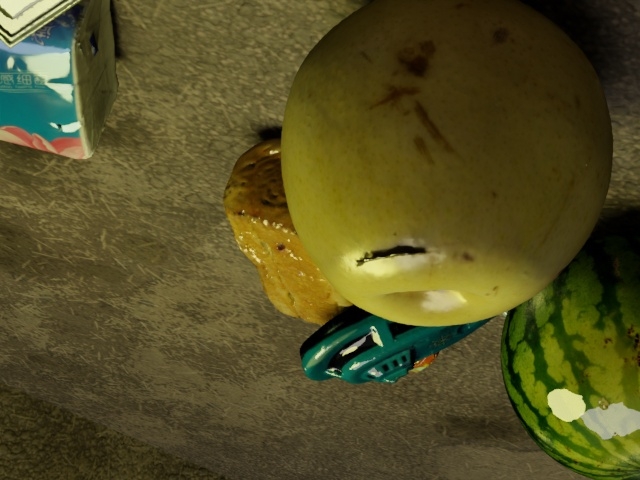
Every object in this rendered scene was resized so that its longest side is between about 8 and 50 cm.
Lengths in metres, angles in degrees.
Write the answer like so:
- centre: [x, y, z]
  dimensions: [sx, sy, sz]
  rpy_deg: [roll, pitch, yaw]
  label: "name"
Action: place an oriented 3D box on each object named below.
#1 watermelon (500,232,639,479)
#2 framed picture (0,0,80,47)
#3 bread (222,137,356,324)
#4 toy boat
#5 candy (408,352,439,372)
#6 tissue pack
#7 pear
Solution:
- centre: [0.345, 0.131, 1.405]
  dimensions: [0.285, 0.285, 0.285]
  rpy_deg: [14, 155, 6]
  label: "watermelon"
- centre: [-0.247, -0.279, 1.104]
  dimensions: [0.231, 0.010, 0.173]
  rpy_deg: [-29, 131, 22]
  label: "framed picture"
- centre: [0.000, 0.000, 1.523]
  dimensions: [0.167, 0.132, 0.294]
  rpy_deg: [8, 155, 19]
  label: "bread"
- centre: [0.123, 0.116, 1.549]
  dimensions: [0.299, 0.092, 0.134]
  rpy_deg: [-27, 154, 2]
  label: "toy boat"
- centre: [0.163, 0.096, 1.719]
  dimensions: [0.084, 0.078, 0.287]
  rpy_deg: [37, 145, 2]
  label: "candy"
- centre: [-0.356, -0.203, 1.294]
  dimensions: [0.270, 0.137, 0.209]
  rpy_deg: [15, 145, 3]
  label: "tissue pack"
- centre: [0.110, -0.070, 1.124]
  dimensions: [0.309, 0.309, 0.309]
  rpy_deg: [14, 155, 6]
  label: "pear"
